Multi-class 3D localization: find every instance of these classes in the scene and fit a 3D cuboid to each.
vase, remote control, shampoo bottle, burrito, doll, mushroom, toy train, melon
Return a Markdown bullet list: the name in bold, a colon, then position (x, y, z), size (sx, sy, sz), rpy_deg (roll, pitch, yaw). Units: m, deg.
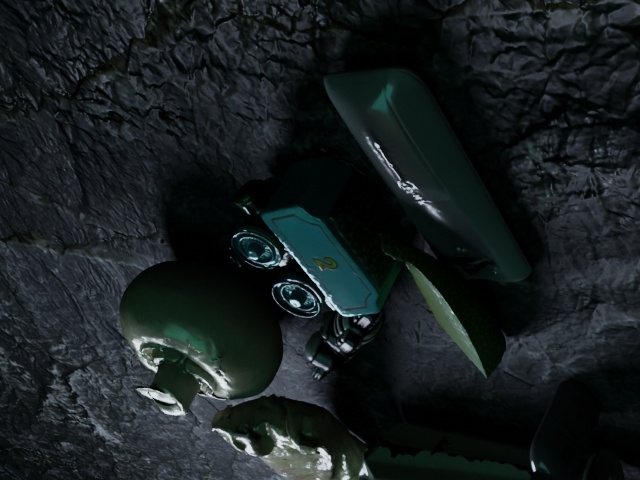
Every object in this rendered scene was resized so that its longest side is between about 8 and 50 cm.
- **vase**: position (0.227, 0.332, 1.568), size (0.360, 0.165, 0.165), rpy_deg (-6, 132, 40)
- **remote control**: position (0.111, -0.057, 1.203), size (0.109, 0.055, 0.313), rpy_deg (0, 137, 42)
- **shampoo bottle**: position (0.285, 0.252, 1.374), size (0.040, 0.165, 0.080), rpy_deg (-5, 133, 45)
- **burrito**: position (-0.019, 0.309, 1.716), size (0.175, 0.107, 0.348), rpy_deg (7, 160, 32)
- **doll**: position (0.032, 0.116, 1.482), size (0.067, 0.091, 0.219), rpy_deg (28, 149, -5)
- **mushroom**: position (-0.177, 0.147, 1.614), size (0.246, 0.202, 0.246), rpy_deg (24, 159, 10)
- **toy train**: position (0.000, 0.000, 1.331), size (0.163, 0.112, 0.203), rpy_deg (-10, 131, 42)
- **melon**: position (0.140, 0.061, 1.330), size (0.114, 0.053, 0.261), rpy_deg (39, 172, 48)
